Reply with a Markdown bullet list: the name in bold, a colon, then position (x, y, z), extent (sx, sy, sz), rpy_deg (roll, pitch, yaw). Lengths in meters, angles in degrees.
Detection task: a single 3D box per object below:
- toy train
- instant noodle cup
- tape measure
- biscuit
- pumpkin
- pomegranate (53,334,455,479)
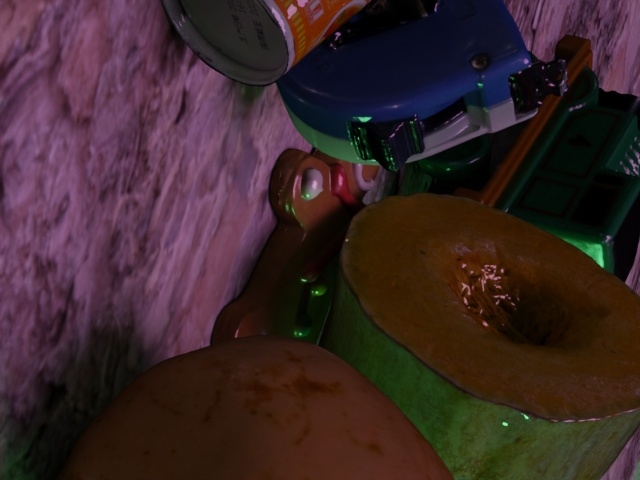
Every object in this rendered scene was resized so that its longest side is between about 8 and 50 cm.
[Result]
- **toy train**: position (0.257, -0.068, 1.744), extent (0.429, 0.249, 0.178), rpy_deg (-53, 148, -41)
- **instant noodle cup**: position (-0.020, -0.218, 1.165), extent (0.185, 0.168, 0.168), rpy_deg (-52, 149, -30)
- **tape measure**: position (0.042, -0.219, 1.324), extent (0.098, 0.215, 0.351), rpy_deg (70, -3, -54)
- **biscuit**: position (0.000, 0.000, 1.465), extent (0.339, 0.047, 0.216), rpy_deg (-65, 156, -21)
- **pumpkin**: position (0.138, 0.125, 1.443), extent (0.332, 0.332, 0.199), rpy_deg (-31, 150, -58)
- **pomegranate**: position (-0.057, 0.235, 1.177), extent (0.342, 0.343, 0.342), rpy_deg (-46, 143, -49)
